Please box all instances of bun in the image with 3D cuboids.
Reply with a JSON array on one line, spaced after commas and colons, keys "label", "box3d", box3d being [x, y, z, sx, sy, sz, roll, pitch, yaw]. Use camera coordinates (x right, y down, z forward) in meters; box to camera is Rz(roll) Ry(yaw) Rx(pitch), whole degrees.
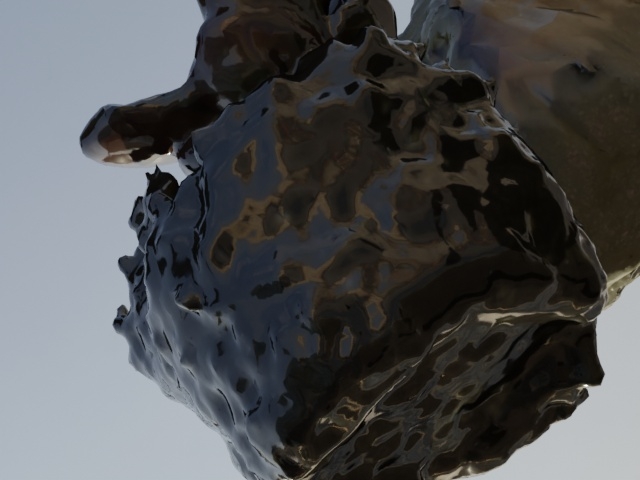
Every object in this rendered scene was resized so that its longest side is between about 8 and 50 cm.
[{"label": "bun", "box3d": [0.138, -0.080, 0.981, 0.205, 0.281, 0.281, 27, -104, -40]}]

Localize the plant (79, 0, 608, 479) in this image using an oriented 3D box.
[{"label": "plant", "box3d": [0.000, 0.000, 0.635, 0.178, 0.234, 0.204, -30, -33, -16]}]
